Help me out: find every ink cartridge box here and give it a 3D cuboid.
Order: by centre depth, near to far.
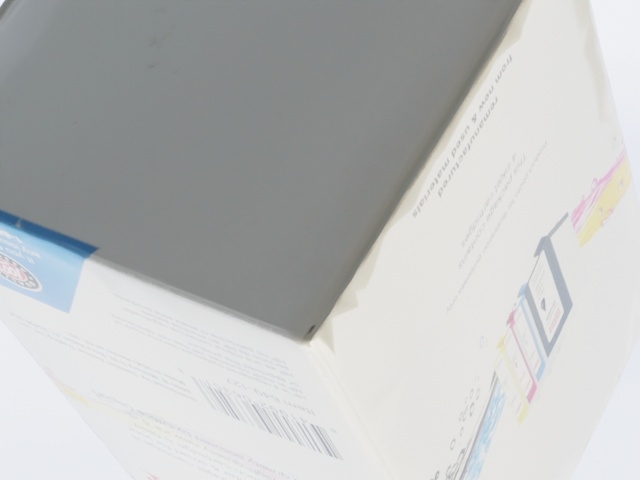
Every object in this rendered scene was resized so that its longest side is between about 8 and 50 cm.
[{"bbox_3d":[0.000,0.000,0.700,0.171,0.232,0.168,20,-114,28],"label":"ink cartridge box"}]
